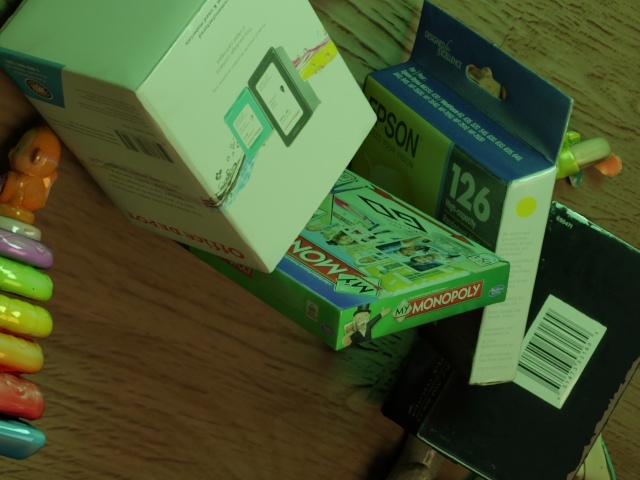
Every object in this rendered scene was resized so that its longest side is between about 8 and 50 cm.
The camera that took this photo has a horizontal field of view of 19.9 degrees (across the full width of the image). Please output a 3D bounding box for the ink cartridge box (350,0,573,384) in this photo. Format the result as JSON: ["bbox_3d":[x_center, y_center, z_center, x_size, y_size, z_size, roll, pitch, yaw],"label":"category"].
[{"bbox_3d":[0.127,-0.056,1.880,0.072,0.303,0.307,-6,117,-25],"label":"ink cartridge box"}]

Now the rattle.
[{"bbox_3d":[0.283,-0.131,2.183,0.130,0.142,0.200,-44,165,35],"label":"rattle"}]

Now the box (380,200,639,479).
[{"bbox_3d":[0.226,0.124,2.056,0.183,0.294,0.296,31,86,-4],"label":"box"}]

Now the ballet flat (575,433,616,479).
[{"bbox_3d":[0.342,0.257,2.449,0.086,0.086,0.248,-34,132,-23],"label":"ballet flat"}]

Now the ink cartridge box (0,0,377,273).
[{"bbox_3d":[-0.118,-0.141,1.660,0.197,0.198,0.270,-56,140,-19],"label":"ink cartridge box"}]

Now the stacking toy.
[{"bbox_3d":[-0.301,0.035,1.672,0.166,0.175,0.302,18,85,-15],"label":"stacking toy"}]

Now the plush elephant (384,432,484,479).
[{"bbox_3d":[0.178,0.405,2.243,0.330,0.255,0.272,-48,137,-9],"label":"plush elephant"}]

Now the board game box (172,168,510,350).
[{"bbox_3d":[0.000,0.000,1.786,0.213,0.317,0.046,-13,121,-37],"label":"board game box"}]
